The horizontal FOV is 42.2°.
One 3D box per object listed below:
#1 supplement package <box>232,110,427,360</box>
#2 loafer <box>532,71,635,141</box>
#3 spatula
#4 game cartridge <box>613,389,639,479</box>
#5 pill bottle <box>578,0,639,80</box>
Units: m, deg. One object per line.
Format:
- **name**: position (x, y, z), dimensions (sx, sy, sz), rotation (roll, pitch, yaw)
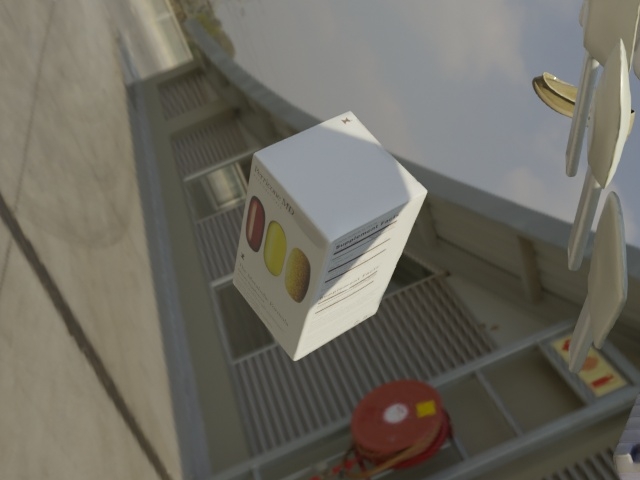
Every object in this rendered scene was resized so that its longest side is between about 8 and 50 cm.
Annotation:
- **supplement package**: position (0.000, 0.000, 0.938), dimensions (0.139, 0.134, 0.244), rotation (49, -31, 23)
- **loafer**: position (0.351, -0.185, 1.098), dimensions (0.148, 0.050, 0.056), rotation (31, 35, 2)
- **spatula**: position (0.129, -0.026, 0.385), dimensions (0.242, 0.019, 0.168), rotation (52, 39, -68)
- **game cartridge**: position (0.615, 0.258, 1.160), dimensions (0.230, 0.355, 0.068), rotation (-27, 102, -53)
- **pill bottle**: position (0.389, -0.176, 0.743), dimensions (0.283, 0.160, 0.160), rotation (40, -13, 19)
